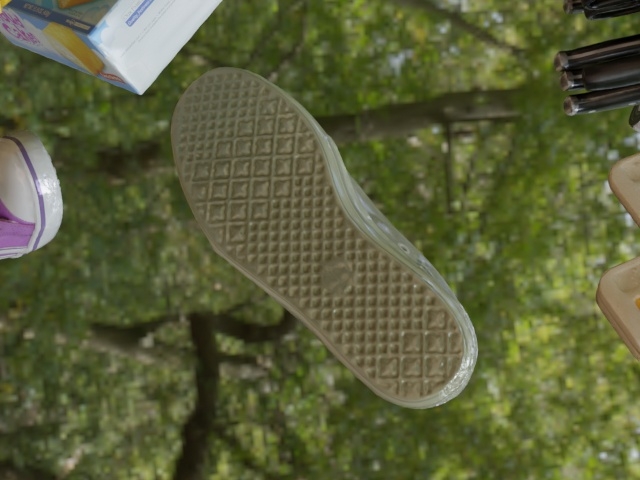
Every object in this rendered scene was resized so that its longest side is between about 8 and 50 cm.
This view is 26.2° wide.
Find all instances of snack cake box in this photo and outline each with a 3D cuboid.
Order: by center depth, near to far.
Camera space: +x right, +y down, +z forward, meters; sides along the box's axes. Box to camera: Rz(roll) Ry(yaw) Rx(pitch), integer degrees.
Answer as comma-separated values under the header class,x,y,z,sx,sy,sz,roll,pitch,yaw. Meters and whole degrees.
class,x,y,z,sx,sy,sz,roll,pitch,yaw
snack cake box,-0.224,-0.252,1.367,0.264,0.152,0.089,24,-18,46

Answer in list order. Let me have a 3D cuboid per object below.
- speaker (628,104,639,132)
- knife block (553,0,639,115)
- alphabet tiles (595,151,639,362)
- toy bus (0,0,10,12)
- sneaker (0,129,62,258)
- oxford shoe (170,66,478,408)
class,x,y,z,sx,sy,sz,roll,pitch,yaw
speaker,0.341,-0.088,1.207,0.055,0.136,0.055,-59,-175,8
knife block,0.316,-0.149,0.988,0.242,0.276,0.088,-56,168,2
alphabet tiles,0.324,0.032,0.894,0.278,0.284,0.021,57,-24,28
toy bus,-0.260,-0.242,1.016,0.220,0.212,0.149,-86,173,-66
sneaker,-0.349,-0.008,1.273,0.282,0.161,0.102,-30,-97,53
oxford shoe,0.000,0.000,1.439,0.449,0.169,0.130,48,7,20
